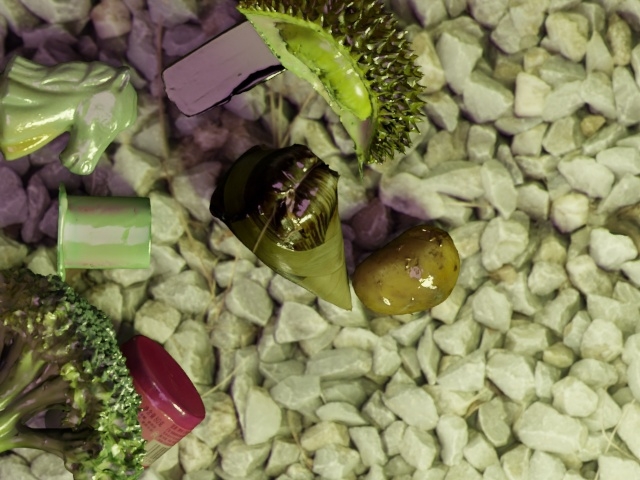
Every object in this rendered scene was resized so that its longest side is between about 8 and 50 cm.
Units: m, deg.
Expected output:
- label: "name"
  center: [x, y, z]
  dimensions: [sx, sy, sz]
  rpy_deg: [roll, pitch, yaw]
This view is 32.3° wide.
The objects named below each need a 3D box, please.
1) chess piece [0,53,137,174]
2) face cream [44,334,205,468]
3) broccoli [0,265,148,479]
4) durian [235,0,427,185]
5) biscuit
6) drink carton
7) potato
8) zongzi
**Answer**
- label: "chess piece"
  center: [-0.423, -0.192, 1.645]
  dimensions: [0.298, 0.176, 0.176]
  rpy_deg: [5, 103, -18]
- label: "face cream"
  center: [-0.305, 0.271, 1.731]
  dimensions: [0.195, 0.175, 0.175]
  rpy_deg: [-39, 102, 4]
- label: "broccoli"
  center: [-0.464, 0.197, 1.536]
  dimensions: [0.396, 0.353, 0.275]
  rpy_deg: [-15, 121, -4]
- label: "durian"
  center: [0.041, -0.267, 1.658]
  dimensions: [0.169, 0.158, 0.352]
  rpy_deg: [-23, 120, 35]
- label: "biscuit"
  center: [-0.090, -0.294, 1.684]
  dimensions: [0.322, 0.038, 0.099]
  rpy_deg: [-29, 108, 3]
- label: "drink carton"
  center: [-0.331, -0.012, 1.692]
  dimensions: [0.142, 0.144, 0.146]
  rpy_deg: [0, 104, -13]
- label: "potato"
  center: [0.140, 0.054, 1.738]
  dimensions: [0.176, 0.137, 0.137]
  rpy_deg: [-38, 103, 7]
- label: "zongzi"
  center: [0.000, 0.000, 1.640]
  dimensions: [0.154, 0.289, 0.317]
  rpy_deg: [-47, 106, -11]
